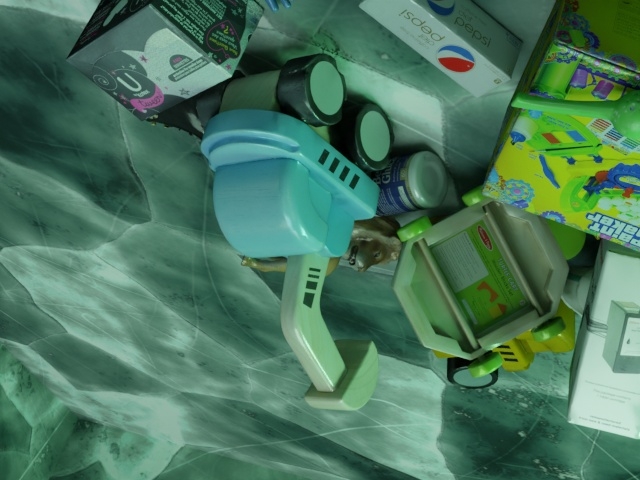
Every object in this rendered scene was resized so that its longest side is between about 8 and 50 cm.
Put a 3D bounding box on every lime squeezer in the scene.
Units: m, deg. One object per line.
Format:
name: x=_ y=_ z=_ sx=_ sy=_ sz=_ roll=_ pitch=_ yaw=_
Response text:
lime squeezer: x=0.371 y=-0.107 z=1.113 sx=0.310 sy=0.059 sz=0.110 roll=25 pitch=143 yaw=-5

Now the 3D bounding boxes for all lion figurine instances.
lion figurine: x=0.000 y=0.000 z=1.886 sx=0.240 sy=0.142 sz=0.392 roll=19 pitch=166 yaw=-10

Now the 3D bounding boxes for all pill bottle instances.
pill bottle: x=0.118 y=-0.090 z=1.658 sx=0.169 sy=0.094 sz=0.094 roll=-9 pitch=139 yaw=43

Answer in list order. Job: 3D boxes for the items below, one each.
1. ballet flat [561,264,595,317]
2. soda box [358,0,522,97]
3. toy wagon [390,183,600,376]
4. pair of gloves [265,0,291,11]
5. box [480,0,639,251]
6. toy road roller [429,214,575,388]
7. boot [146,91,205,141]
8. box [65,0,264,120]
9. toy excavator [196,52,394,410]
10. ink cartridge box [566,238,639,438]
ballet flat: x=0.547 y=0.144 z=1.740 sx=0.139 sy=0.139 sz=0.400 roll=-11 pitch=145 yaw=45
soda box: x=0.161 y=-0.285 z=1.322 sx=0.216 sy=0.069 sz=0.074 roll=34 pitch=150 yaw=-20
toy wagon: x=0.291 y=0.043 z=1.600 sx=0.267 sy=0.344 sz=0.068 roll=62 pitch=176 yaw=-3
pair of gloves: x=-0.067 y=-0.387 z=1.352 sx=0.159 sy=0.023 sz=0.198 roll=38 pitch=148 yaw=-27
box: x=0.391 y=-0.151 z=1.242 sx=0.289 sy=0.177 sz=0.279 roll=21 pitch=143 yaw=3
toy road roller: x=0.312 y=0.105 z=1.767 sx=0.240 sy=0.203 sz=0.329 roll=-11 pitch=142 yaw=24
boot: x=-0.206 y=-0.192 z=1.721 sx=0.178 sy=0.085 sz=0.236 roll=15 pitch=145 yaw=17
box: x=-0.233 y=-0.302 z=1.488 sx=0.163 sy=0.142 sz=0.247 roll=40 pitch=147 yaw=-29
toy excavator: x=-0.033 y=0.000 z=1.557 sx=0.222 sy=0.446 sz=0.433 roll=-2 pitch=154 yaw=37
ink cartridge box: x=0.449 y=0.121 z=1.480 sx=0.114 sy=0.198 sz=0.273 roll=12 pitch=109 yaw=12
